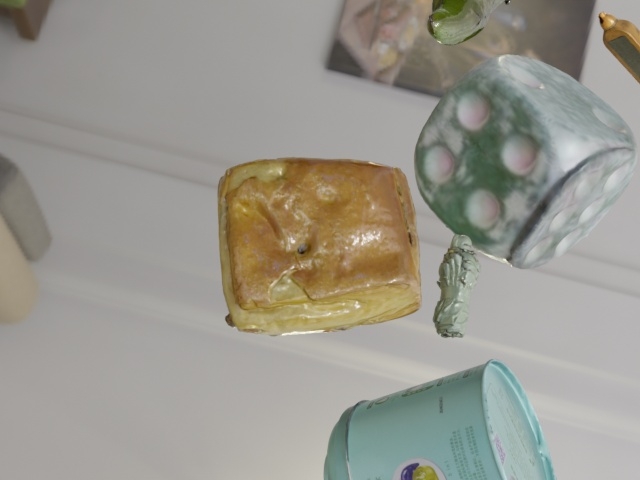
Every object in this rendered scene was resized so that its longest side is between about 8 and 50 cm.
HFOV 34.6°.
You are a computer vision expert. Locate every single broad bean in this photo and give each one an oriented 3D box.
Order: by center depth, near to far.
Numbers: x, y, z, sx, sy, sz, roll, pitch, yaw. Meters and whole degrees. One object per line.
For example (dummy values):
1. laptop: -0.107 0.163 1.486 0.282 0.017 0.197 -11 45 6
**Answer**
1. broad bean: 0.206 -0.312 1.334 0.325 0.067 0.075 -35 143 -53

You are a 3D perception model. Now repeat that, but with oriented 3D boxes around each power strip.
1. power strip: 0.475 -0.282 1.547 0.049 0.178 0.028 -17 -142 55

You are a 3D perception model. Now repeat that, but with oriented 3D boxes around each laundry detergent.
1. laundry detergent: 0.179 0.364 1.612 0.287 0.305 0.287 48 29 -39

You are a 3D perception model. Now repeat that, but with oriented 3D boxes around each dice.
1. dice: 0.426 -0.161 2.132 0.330 0.348 0.328 -5 135 -44

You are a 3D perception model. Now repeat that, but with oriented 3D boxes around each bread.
1. bread: 0.000 0.000 1.193 0.099 0.235 0.210 111 -26 -70

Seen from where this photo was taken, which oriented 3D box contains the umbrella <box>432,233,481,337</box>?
1. umbrella: 0.182 0.061 1.388 0.067 0.062 0.143 27 69 -54
